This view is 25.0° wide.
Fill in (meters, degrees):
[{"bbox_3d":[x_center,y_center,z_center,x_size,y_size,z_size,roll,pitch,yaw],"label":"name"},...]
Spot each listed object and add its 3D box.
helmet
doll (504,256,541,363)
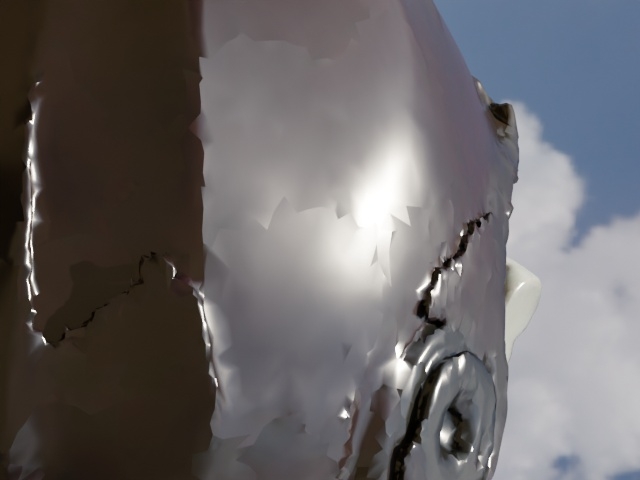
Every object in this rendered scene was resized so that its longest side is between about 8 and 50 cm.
[{"bbox_3d":[-0.069,-0.005,0.416,0.225,0.177,0.305,-4,-128,23],"label":"helmet"},{"bbox_3d":[0.000,0.000,0.924,0.290,0.130,0.161,28,-83,30],"label":"doll"}]
